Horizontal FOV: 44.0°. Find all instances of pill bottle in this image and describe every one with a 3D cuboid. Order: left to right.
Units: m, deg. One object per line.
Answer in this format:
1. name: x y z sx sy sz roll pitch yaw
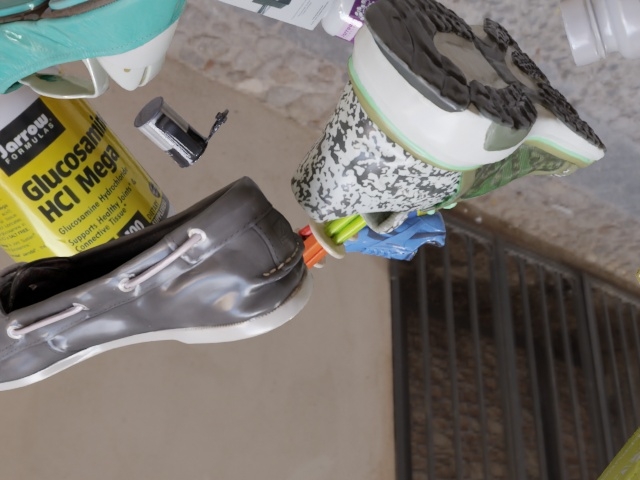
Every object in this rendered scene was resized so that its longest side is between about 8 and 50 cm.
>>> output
1. pill bottle: -0.332 -0.092 0.912 0.187 0.188 0.334 -16 126 31
2. pill bottle: 0.106 -0.541 1.858 0.301 0.169 0.169 17 150 -15
3. pill bottle: 0.471 -0.335 1.138 0.229 0.131 0.131 -16 150 22

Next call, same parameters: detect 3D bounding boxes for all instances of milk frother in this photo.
1. milk frother: -0.278 -0.244 1.622 0.129 0.143 0.135 5 149 48

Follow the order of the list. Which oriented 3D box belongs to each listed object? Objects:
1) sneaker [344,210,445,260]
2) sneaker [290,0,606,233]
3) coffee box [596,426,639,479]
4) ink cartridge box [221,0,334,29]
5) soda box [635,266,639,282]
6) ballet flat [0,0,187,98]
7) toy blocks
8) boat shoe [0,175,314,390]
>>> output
1. sneaker: 0.108 0.001 1.285 0.209 0.082 0.069 -14 -178 -17
2. sneaker: 0.106 -0.086 0.686 0.182 0.158 0.410 -42 159 28
3. coffee box: 0.476 0.416 0.931 0.334 0.338 0.338 40 172 15
4. ink cartridge box: -0.094 -0.464 1.362 0.208 0.153 0.087 6 139 -41
5. soda box: 0.262 -0.007 0.484 0.058 0.061 0.181 -12 147 -9
6. ballet flat: -0.152 -0.141 0.531 0.247 0.083 0.087 1 135 38
7. toy blocks: 0.000 0.000 0.831 0.148 0.123 0.054 -39 94 19
8. boat shoe: -0.166 0.031 0.581 0.335 0.112 0.096 -14 115 22
